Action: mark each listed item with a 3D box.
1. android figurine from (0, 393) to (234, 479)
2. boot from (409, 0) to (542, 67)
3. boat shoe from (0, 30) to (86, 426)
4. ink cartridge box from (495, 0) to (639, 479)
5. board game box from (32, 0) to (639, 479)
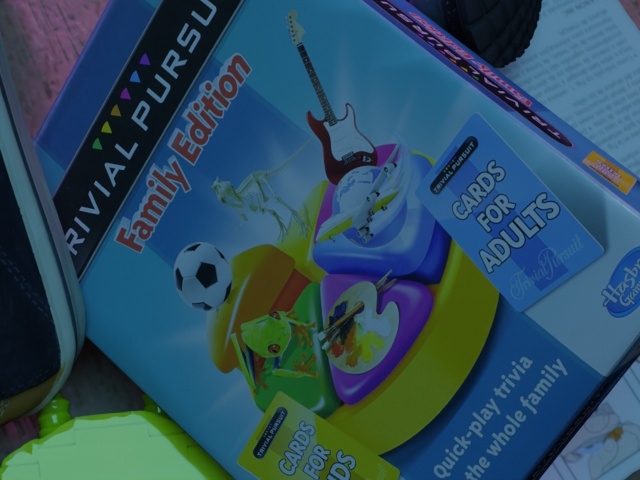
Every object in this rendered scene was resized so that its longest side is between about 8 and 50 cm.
[{"bbox_3d":[-0.107,0.212,0.732,0.248,0.056,0.273,-6,69,-13],"label":"android figurine"},{"bbox_3d":[0.034,-0.218,0.863,0.223,0.118,0.338,1,38,16],"label":"boot"},{"bbox_3d":[-0.267,-0.106,0.645,0.156,0.187,0.500,-42,121,-51],"label":"boat shoe"},{"bbox_3d":[0.133,0.024,0.855,0.308,0.091,0.385,-28,81,-21],"label":"ink cartridge box"},{"bbox_3d":[0.000,0.000,0.717,0.336,0.254,0.079,40,22,18],"label":"board game box"}]
